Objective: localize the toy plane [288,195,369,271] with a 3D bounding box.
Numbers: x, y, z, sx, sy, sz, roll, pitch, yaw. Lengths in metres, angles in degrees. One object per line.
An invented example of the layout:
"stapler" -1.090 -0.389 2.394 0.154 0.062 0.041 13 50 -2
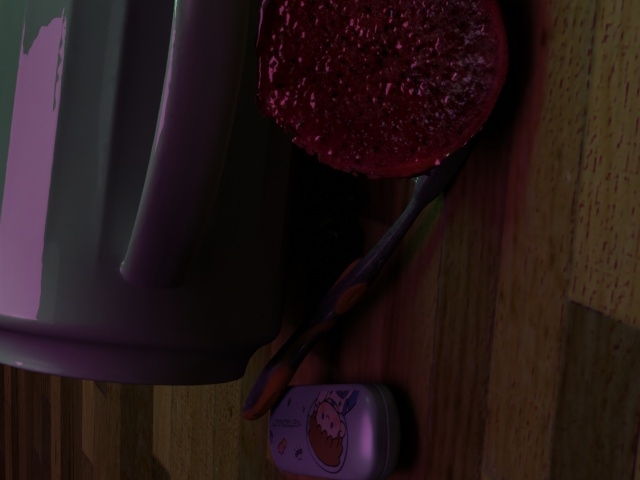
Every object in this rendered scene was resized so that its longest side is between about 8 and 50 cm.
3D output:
"toy plane" 0.000 0.000 0.817 0.120 0.031 0.049 -24 67 59

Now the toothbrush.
"toothbrush" 0.014 0.037 0.757 0.321 0.023 0.031 -57 35 37

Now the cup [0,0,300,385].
"cup" -0.117 -0.070 0.756 0.323 0.236 0.327 -173 90 -70

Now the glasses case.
"glasses case" 0.006 0.140 0.801 0.178 0.045 0.067 -17 71 63

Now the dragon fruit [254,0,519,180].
"dragon fruit" 0.042 -0.122 0.652 0.111 0.153 0.153 -64 -20 -72
